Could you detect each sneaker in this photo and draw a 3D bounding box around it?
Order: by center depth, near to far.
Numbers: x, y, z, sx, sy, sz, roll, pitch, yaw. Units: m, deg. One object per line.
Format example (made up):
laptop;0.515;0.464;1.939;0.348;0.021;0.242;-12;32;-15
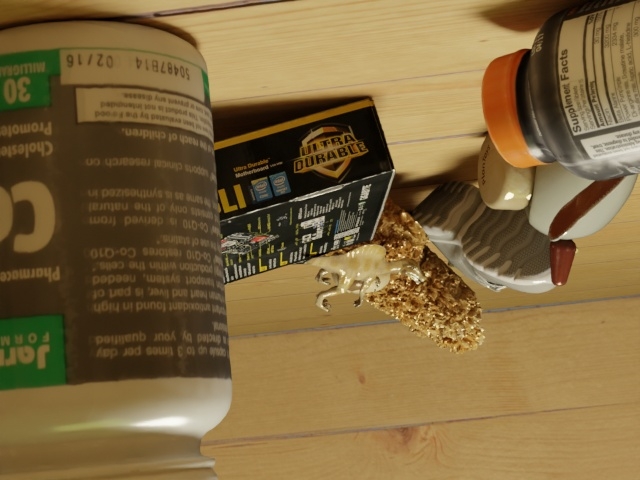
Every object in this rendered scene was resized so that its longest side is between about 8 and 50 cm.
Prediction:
sneaker;0.210;0.006;1.590;0.105;0.115;0.281;-44;-157;-3

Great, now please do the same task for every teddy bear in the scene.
teddy bear;0.091;0.052;1.738;0.113;0.245;0.338;-47;165;-4

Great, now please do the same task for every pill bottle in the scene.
pill bottle;0.238;-0.116;1.001;0.246;0.130;0.130;-11;170;37
pill bottle;-0.169;0.042;1.018;0.204;0.361;0.204;-5;171;-1

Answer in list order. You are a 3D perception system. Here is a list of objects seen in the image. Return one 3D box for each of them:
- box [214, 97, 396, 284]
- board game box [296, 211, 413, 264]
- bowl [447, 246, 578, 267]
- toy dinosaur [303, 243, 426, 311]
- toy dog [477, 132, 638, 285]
box;-0.069;-0.027;1.380;0.257;0.079;0.322;-15;169;-4
board game box;0.000;0.000;1.908;0.243;0.042;0.165;-3;171;-17
bowl;0.245;-0.015;1.833;0.170;0.080;0.170;-5;171;-1
toy dinosaur;0.028;0.032;1.558;0.183;0.053;0.092;5;140;-39
toy dog;0.266;-0.039;1.335;0.220;0.161;0.334;-3;178;3
